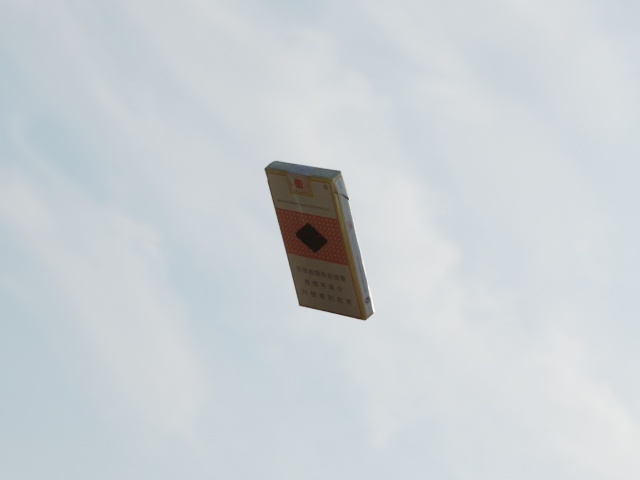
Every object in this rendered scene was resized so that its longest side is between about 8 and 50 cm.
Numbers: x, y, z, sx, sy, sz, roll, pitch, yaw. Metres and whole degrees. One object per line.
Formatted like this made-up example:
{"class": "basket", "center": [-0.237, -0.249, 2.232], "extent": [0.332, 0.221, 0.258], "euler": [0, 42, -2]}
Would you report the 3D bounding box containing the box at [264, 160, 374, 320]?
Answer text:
{"class": "box", "center": [0.000, 0.000, 0.792], "extent": [0.046, 0.012, 0.083], "euler": [11, -54, 39]}
